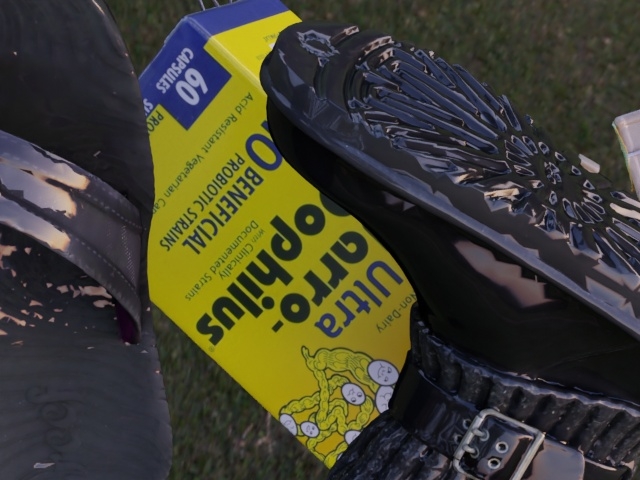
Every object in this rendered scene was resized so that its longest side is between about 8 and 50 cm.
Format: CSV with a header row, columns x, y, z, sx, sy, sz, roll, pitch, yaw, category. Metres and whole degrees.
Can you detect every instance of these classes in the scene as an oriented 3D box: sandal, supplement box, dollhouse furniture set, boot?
x,y,z,sx,sy,sz,roll,pitch,yaw,category
-0.152,0.025,0.664,0.167,0.446,0.107,-18,42,-10,sandal
0.000,0.000,1.003,0.356,0.194,0.195,43,23,1,supplement box
0.234,-0.064,1.025,0.151,0.058,0.076,-19,103,12,dollhouse furniture set
0.064,0.057,0.761,0.348,0.260,0.131,35,30,-6,boot

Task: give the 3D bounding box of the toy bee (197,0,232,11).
x,y,z,sx,sy,sz,roll,pitch,yaw,category
-0.063,-0.373,1.458,0.162,0.195,0.298,-21,70,14,toy bee
